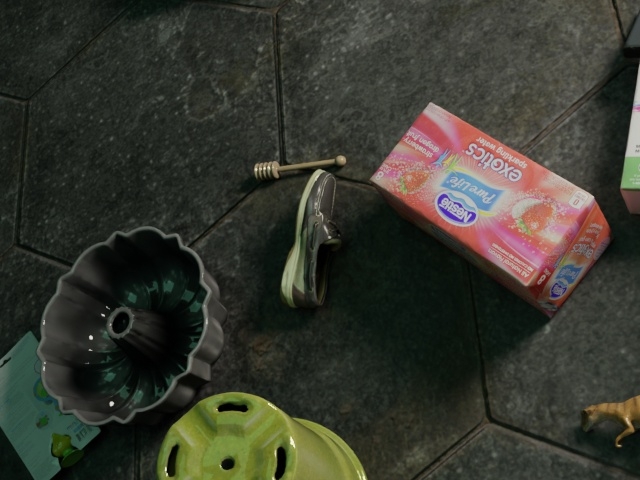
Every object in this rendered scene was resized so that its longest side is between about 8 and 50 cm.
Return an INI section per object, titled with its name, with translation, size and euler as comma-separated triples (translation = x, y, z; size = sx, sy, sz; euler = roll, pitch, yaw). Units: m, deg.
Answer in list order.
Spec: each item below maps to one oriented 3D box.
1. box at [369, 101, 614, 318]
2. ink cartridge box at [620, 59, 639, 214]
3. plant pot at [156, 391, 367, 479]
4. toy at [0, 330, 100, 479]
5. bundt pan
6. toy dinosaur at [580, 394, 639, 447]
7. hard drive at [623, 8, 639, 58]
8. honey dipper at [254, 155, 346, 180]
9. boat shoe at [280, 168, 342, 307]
[box]
translation = 0.237, -0.045, 1.396
size = 0.300, 0.142, 0.154
euler = 38, 89, 35
[ink cartridge box]
translation = 0.501, -0.144, 1.334
size = 0.154, 0.093, 0.212
euler = 4, 68, 30
[plant pot]
translation = -0.087, 0.325, 1.295
size = 0.276, 0.254, 0.276
euler = -6, 60, 10
[toy]
translation = -0.470, 0.285, 1.672
size = 0.137, 0.056, 0.237
euler = -43, 60, -1
[bundt pan]
translation = -0.287, 0.150, 1.595
size = 0.331, 0.124, 0.331
euler = -12, 63, 24
[toy dinosaur]
translation = 0.425, 0.212, 1.226
size = 0.211, 0.064, 0.112
euler = -18, 59, 19
[hard drive]
translation = 0.493, -0.302, 1.413
size = 0.094, 0.022, 0.135
euler = 4, 39, 29
[honey dipper]
translation = -0.033, -0.124, 1.645
size = 0.160, 0.030, 0.030
euler = -7, 65, 23
[boat shoe]
translation = -0.001, 0.000, 1.545
size = 0.073, 0.080, 0.223
euler = 9, 77, 25
